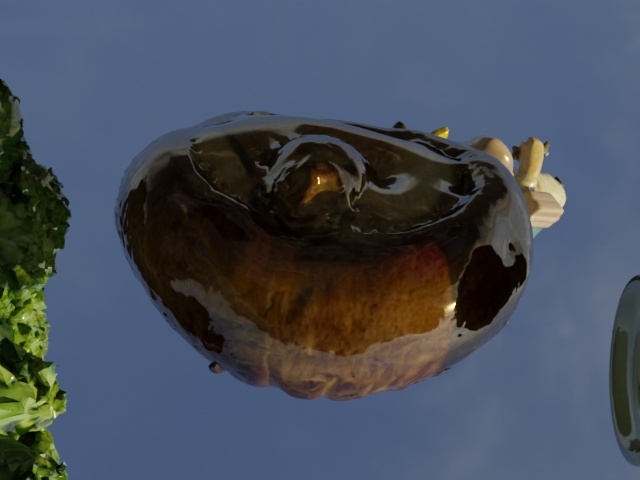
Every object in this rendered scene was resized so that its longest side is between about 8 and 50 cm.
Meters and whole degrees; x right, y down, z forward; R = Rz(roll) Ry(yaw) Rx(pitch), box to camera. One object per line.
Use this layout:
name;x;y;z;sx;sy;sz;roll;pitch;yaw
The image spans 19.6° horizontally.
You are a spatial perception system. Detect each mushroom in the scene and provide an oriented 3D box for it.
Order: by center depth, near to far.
mushroom;0.000;0.000;1.126;0.253;0.153;0.253;9;-159;-3

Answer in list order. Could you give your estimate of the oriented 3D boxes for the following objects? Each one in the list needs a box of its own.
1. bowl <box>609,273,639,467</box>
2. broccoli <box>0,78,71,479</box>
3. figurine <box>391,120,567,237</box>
bowl;0.237;0.077;1.089;0.112;0.211;0.211;3;-128;-5
broccoli;-0.314;0.092;1.117;0.413;0.321;0.310;-35;-155;-9
figurine;0.109;-0.023;1.415;0.229;0.137;0.112;-1;-123;-51
